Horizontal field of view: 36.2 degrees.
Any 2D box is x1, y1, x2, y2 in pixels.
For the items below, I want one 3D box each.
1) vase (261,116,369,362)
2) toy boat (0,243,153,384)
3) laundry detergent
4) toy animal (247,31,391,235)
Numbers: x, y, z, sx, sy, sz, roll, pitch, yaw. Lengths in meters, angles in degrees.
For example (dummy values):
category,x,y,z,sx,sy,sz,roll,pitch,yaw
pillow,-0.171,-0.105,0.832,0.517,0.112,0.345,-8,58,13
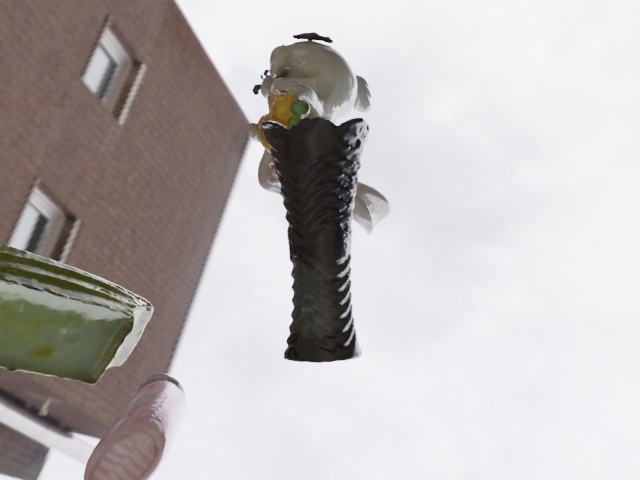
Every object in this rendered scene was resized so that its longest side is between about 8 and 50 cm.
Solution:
category,x,y,z,sx,sy,sz,roll,pitch,yaw
vase,0.000,0.000,0.980,0.115,0.115,0.237,-2,-89,17
toy boat,-0.295,0.069,0.958,0.111,0.276,0.084,-58,-148,15
laundry detergent,-0.267,0.283,1.496,0.159,0.335,0.088,-42,-85,4
toy animal,-0.012,-0.160,1.594,0.183,0.247,0.310,-25,-114,38
